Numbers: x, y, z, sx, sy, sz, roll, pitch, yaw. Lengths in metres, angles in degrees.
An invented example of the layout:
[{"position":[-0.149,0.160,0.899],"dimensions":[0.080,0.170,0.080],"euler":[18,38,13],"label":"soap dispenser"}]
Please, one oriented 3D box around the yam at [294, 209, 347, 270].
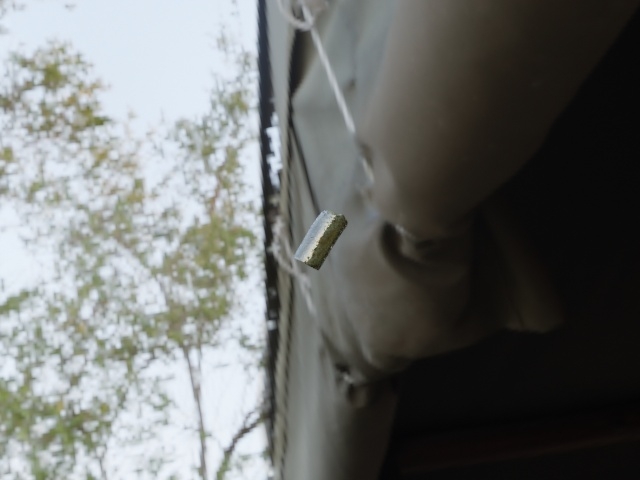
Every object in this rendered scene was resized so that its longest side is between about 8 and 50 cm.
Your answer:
[{"position":[0.000,0.000,1.630],"dimensions":[0.043,0.094,0.043],"euler":[28,-19,11],"label":"yam"}]
